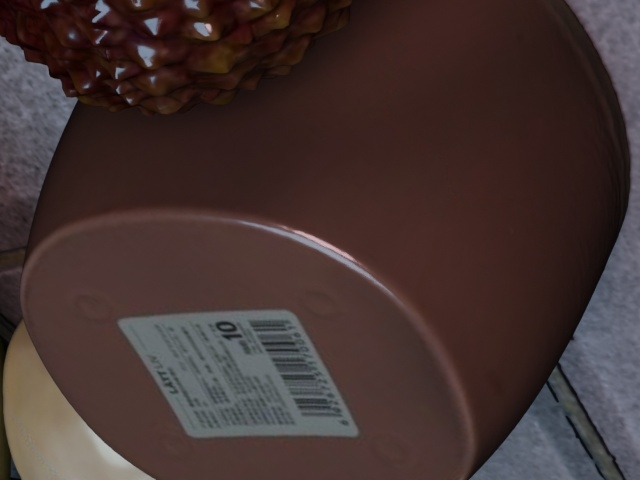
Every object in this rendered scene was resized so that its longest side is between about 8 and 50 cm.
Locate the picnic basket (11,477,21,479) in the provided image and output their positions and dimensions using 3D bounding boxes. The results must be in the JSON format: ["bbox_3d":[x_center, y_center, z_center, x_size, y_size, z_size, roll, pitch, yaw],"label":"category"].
[{"bbox_3d":[-0.192,0.373,1.279,0.254,0.291,0.321,6,127,2],"label":"picnic basket"}]

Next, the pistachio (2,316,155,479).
[{"bbox_3d":[-0.086,0.143,1.079,0.187,0.187,0.299,-15,121,38],"label":"pistachio"}]

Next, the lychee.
[{"bbox_3d":[-0.051,-0.193,0.701,0.271,0.271,0.271,15,137,14],"label":"lychee"}]

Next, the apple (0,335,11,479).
[{"bbox_3d":[-0.431,0.134,1.071,0.474,0.473,0.473,15,137,14],"label":"apple"}]

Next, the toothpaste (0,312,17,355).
[{"bbox_3d":[-0.195,0.108,1.221,0.204,0.031,0.049,42,136,-13],"label":"toothpaste"}]

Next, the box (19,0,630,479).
[{"bbox_3d":[0.000,0.000,0.874,0.301,0.216,0.301,13,136,13],"label":"box"}]
